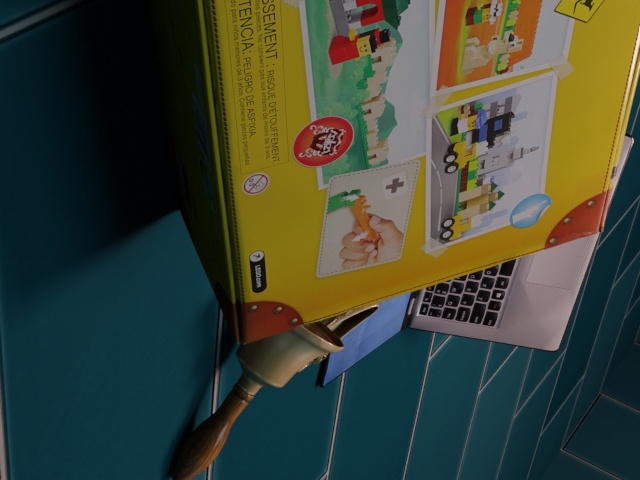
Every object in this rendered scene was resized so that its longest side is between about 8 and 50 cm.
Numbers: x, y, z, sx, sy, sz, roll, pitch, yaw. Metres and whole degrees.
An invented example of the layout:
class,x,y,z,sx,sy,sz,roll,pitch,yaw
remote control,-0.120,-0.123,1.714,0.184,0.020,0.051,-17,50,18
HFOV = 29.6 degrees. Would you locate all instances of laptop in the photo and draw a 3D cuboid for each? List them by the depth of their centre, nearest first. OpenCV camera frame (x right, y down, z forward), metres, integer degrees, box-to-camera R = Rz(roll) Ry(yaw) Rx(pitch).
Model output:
class,x,y,z,sx,sy,sz,roll,pitch,yaw
laptop,0.230,0.025,1.746,0.236,0.408,0.382,-96,-162,-63

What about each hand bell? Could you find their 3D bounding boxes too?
class,x,y,z,sx,sy,sz,roll,pitch,yaw
hand bell,-0.095,0.179,1.383,0.242,0.126,0.126,-53,158,5

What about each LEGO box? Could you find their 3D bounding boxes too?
class,x,y,z,sx,sy,sz,roll,pitch,yaw
LEGO box,0.061,-0.184,0.976,0.372,0.193,0.500,-16,139,-14

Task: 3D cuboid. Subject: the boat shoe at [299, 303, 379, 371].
class,x,y,z,sx,sy,sz,roll,pitch,yaw
boat shoe,0.013,0.120,1.582,0.153,0.048,0.056,-42,150,-31
